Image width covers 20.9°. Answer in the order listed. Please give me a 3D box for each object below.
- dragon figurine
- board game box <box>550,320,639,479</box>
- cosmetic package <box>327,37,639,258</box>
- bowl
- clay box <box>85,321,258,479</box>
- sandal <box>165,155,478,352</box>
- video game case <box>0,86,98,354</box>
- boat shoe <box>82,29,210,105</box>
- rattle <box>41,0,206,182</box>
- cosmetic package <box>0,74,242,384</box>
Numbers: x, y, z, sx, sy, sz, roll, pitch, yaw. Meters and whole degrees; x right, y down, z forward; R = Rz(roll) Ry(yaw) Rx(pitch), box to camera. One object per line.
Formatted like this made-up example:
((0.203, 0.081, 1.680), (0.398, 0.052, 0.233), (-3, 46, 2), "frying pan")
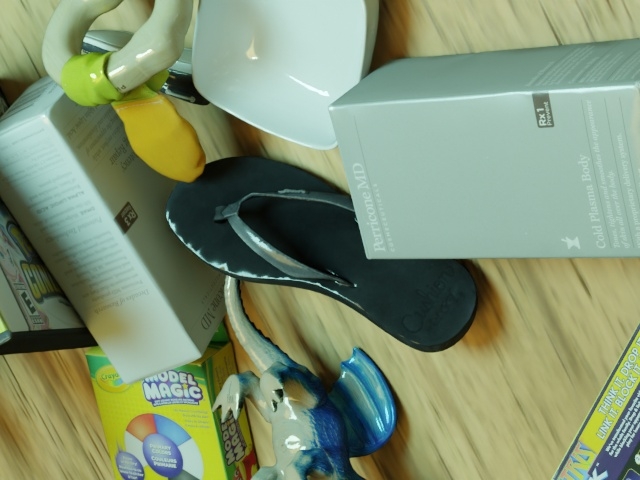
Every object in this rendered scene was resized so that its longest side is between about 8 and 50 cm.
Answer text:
((0.000, 0.139, 1.384), (0.085, 0.144, 0.289), (-30, 74, 41), "dragon figurine")
((0.242, 0.139, 1.121), (0.141, 0.048, 0.170), (39, 116, 30), "board game box")
((0.136, -0.061, 1.184), (0.238, 0.107, 0.127), (-4, 113, 32), "cosmetic package")
((-0.019, -0.151, 1.276), (0.142, 0.053, 0.142), (26, 125, 22), "bowl")
((-0.125, 0.164, 1.502), (0.127, 0.053, 0.222), (2, 114, 32), "clay box")
((0.001, -0.001, 1.310), (0.255, 0.097, 0.054), (21, 166, 15), "sandal")
((-0.258, -0.030, 1.346), (0.035, 0.275, 0.248), (-29, 83, 8), "video game case")
((-0.138, -0.138, 1.370), (0.125, 0.046, 0.038), (16, 116, 18), "boat shoe")
((-0.131, -0.167, 1.324), (0.143, 0.199, 0.130), (28, 122, -36), "rattle")
((-0.163, -0.016, 1.367), (0.085, 0.117, 0.231), (-23, 112, 27), "cosmetic package")
